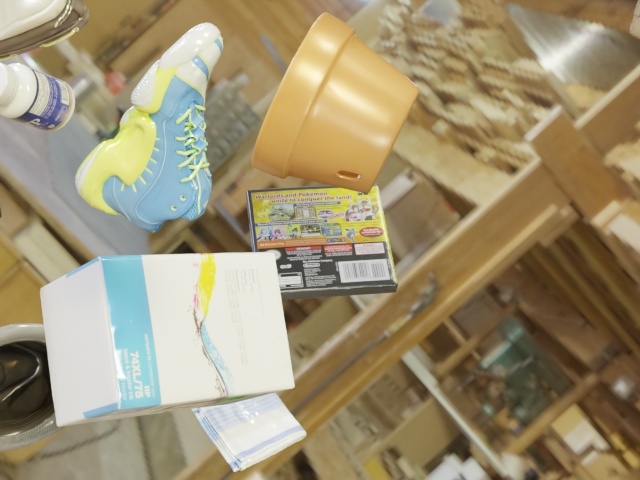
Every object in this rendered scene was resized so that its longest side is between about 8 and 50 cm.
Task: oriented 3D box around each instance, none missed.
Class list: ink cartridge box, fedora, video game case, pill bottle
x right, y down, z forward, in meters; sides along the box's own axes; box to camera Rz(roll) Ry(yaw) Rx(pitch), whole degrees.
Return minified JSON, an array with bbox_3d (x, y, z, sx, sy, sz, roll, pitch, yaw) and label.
[{"bbox_3d":[-0.208,0.132,1.521,0.270,0.198,0.197,-2,77,-37],"label":"ink cartridge box"},{"bbox_3d":[-0.580,0.256,2.060,0.124,0.275,0.244,23,-57,51],"label":"fedora"},{"bbox_3d":[0.000,0.000,2.220,0.035,0.274,0.248,100,-17,-56],"label":"video game case"},{"bbox_3d":[-0.591,-0.291,2.229,0.112,0.112,0.186,49,15,27],"label":"pill bottle"}]

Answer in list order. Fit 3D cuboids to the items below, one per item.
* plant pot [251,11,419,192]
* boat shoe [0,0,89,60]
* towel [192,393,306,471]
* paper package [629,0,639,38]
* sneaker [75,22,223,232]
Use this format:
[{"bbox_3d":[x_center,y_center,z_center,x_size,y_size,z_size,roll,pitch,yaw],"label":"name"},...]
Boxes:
[{"bbox_3d":[0.036,-0.212,1.891,0.203,0.291,0.291,26,0,3],"label":"plant pot"},{"bbox_3d":[-0.518,-0.330,1.746,0.096,0.324,0.117,36,44,-63],"label":"boat shoe"},{"bbox_3d":[-0.170,0.307,2.190,0.209,0.034,0.285,-16,61,-49],"label":"towel"},{"bbox_3d":[0.547,-0.225,1.177,0.324,0.168,0.309,11,16,-30],"label":"paper package"},{"bbox_3d":[-0.137,-0.099,1.099,0.126,0.240,0.091,39,35,-7],"label":"sneaker"}]
